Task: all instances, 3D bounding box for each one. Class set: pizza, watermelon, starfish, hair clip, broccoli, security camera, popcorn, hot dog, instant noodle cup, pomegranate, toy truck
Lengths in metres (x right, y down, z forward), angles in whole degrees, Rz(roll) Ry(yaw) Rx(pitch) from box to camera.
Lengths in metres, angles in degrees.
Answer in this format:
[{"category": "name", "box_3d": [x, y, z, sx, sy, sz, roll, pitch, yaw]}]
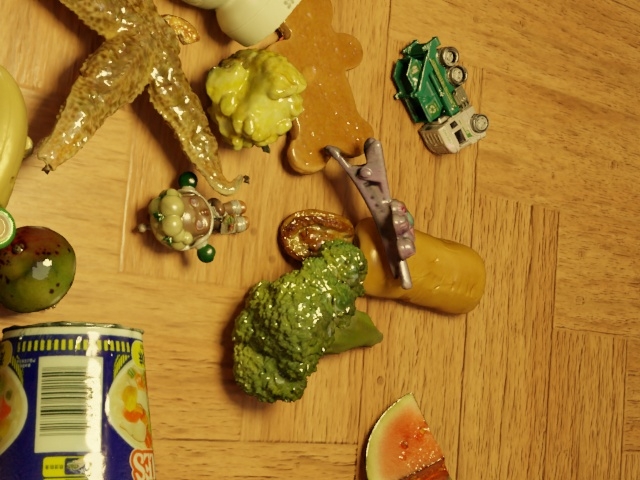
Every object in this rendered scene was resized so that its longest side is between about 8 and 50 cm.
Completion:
[{"category": "pizza", "box_3d": [-0.225, -0.336, 1.707, 0.083, 0.016, 0.037, 25, 72, -38]}, {"category": "watermelon", "box_3d": [0.165, 0.389, 1.921, 0.193, 0.137, 0.145, -64, 157, -21]}, {"category": "starfish", "box_3d": [-0.293, -0.244, 1.558, 0.324, 0.082, 0.432, -19, 91, -48]}, {"category": "hair clip", "box_3d": [0.109, -0.055, 1.800, 0.090, 0.137, 0.278, -29, 96, 4]}, {"category": "broccoli", "box_3d": [-0.021, 0.109, 1.750, 0.302, 0.186, 0.254, -38, 148, -52]}, {"category": "security camera", "box_3d": [-0.147, -0.440, 1.667, 0.236, 0.194, 0.194, 36, 67, -25]}, {"category": "popcorn", "box_3d": [-0.105, -0.220, 1.699, 0.173, 0.173, 0.142, -57, 159, -25]}, {"category": "hot dog", "box_3d": [-0.001, -0.002, 1.829, 0.147, 0.065, 0.099, 19, 86, -37]}, {"category": "instant noodle cup", "box_3d": [-0.341, 0.275, 1.451, 0.284, 0.284, 0.312, 8, 75, -37]}, {"category": "pomegranate", "box_3d": [-0.403, 0.042, 1.496, 0.130, 0.130, 0.130, 2, 86, -37]}, {"category": "toy truck", "box_3d": [0.211, -0.261, 1.983, 0.116, 0.110, 0.216, -35, 110, -20]}]

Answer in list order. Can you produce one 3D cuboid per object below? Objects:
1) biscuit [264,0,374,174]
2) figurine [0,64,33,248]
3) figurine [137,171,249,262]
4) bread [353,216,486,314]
[{"category": "biscuit", "box_3d": [-0.014, -0.293, 1.846, 0.216, 0.047, 0.339, -21, 98, -38]}, {"category": "figurine", "box_3d": [-0.505, -0.102, 1.421, 0.222, 0.124, 0.324, 26, 69, -30]}, {"category": "figurine", "box_3d": [-0.187, -0.036, 1.670, 0.197, 0.093, 0.147, -9, 81, -39]}, {"category": "bread", "box_3d": [0.183, 0.049, 1.953, 0.305, 0.091, 0.142, 14, 84, -35]}]
